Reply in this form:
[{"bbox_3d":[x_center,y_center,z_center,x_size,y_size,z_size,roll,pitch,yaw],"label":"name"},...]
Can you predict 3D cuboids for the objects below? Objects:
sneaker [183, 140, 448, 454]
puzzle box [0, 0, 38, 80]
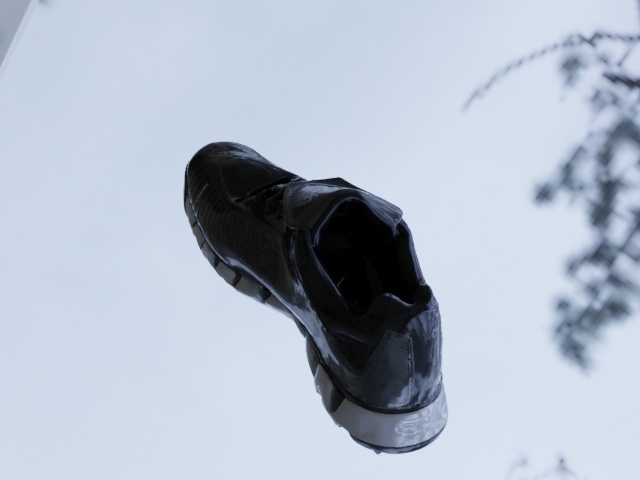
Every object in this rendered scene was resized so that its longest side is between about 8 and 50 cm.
[{"bbox_3d":[0.000,0.000,1.049,0.234,0.078,0.106,51,-34,40],"label":"sneaker"},{"bbox_3d":[-0.323,-0.188,1.304,0.052,0.272,0.409,-64,-170,-26],"label":"puzzle box"}]
